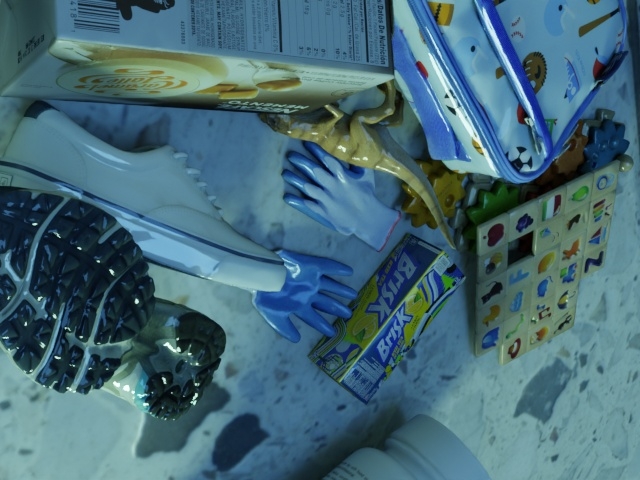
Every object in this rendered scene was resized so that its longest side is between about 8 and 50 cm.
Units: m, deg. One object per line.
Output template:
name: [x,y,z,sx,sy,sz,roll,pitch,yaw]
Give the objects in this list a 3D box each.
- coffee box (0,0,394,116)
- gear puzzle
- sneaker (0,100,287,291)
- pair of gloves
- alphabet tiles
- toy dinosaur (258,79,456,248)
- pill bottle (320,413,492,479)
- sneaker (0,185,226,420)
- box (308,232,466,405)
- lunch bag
coffee box: [-0.086,-0.154,0.589,0.246,0.141,0.098,-2,87,-35]
gear puzzle: [0.226,-0.063,0.916,0.338,0.044,0.176,-1,109,-35]
sneaker: [-0.121,-0.027,0.654,0.258,0.094,0.091,25,80,-40]
pair of gloves: [0.000,0.000,0.799,0.159,0.023,0.198,32,89,-39]
alphabet tiles: [0.259,0.039,0.971,0.198,0.009,0.237,-24,132,-20]
toy dinosaur: [0.046,-0.089,0.759,0.211,0.064,0.112,26,88,-10]
pill bottle: [0.041,0.320,0.869,0.283,0.160,0.160,-36,125,-18]
sneaker: [-0.179,0.049,0.590,0.110,0.122,0.283,-62,154,-19]
box: [0.069,0.078,0.854,0.169,0.059,0.054,-50,129,-8]
lunch bag: [0.156,-0.203,0.746,0.243,0.115,0.303,-52,128,-19]
